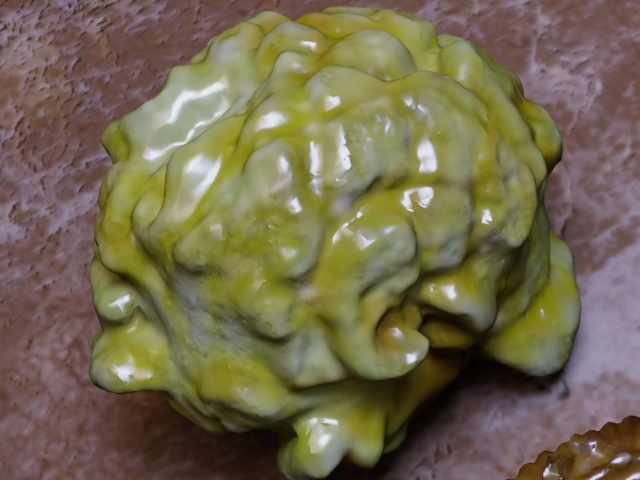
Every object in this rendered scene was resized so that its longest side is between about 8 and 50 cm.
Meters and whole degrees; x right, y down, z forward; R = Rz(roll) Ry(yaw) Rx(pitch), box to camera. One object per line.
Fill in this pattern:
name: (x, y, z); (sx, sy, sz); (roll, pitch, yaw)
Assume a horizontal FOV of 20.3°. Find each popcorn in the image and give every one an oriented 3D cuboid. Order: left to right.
popcorn: (0.008, 0.007, 0.832); (0.235, 0.217, 0.181); (-49, 33, -5)

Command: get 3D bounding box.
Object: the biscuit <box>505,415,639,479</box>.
biscuit: (0.172, 0.209, 0.726); (0.305, 0.038, 0.305); (-3, 67, 6)
